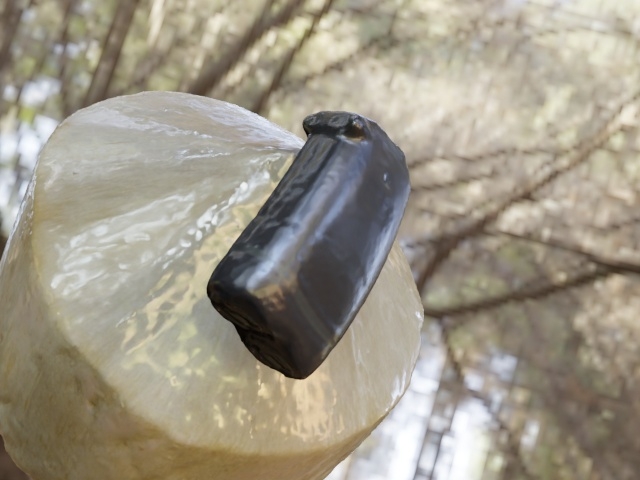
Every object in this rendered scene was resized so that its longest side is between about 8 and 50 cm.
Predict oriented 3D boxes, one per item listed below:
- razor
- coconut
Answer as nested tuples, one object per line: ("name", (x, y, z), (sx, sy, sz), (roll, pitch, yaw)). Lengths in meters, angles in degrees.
("razor", (0.000, 0.000, 1.017), (0.054, 0.148, 0.090), (7, -35, 39))
("coconut", (-0.079, 0.045, 1.191), (0.328, 0.329, 0.329), (15, -18, 5))
